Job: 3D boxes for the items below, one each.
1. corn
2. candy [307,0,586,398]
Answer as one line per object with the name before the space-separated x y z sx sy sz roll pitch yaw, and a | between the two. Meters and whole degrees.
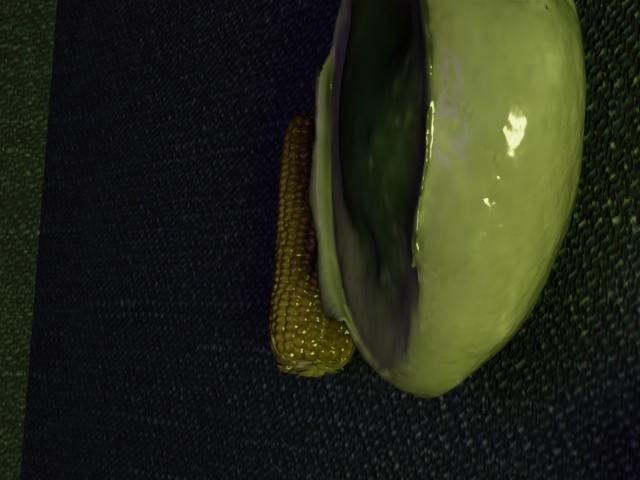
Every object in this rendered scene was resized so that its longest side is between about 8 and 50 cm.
corn | 0.000 0.000 1.801 0.106 0.106 0.293 -13 71 60
candy | 0.112 -0.072 1.508 0.386 0.186 0.427 -149 66 -69
